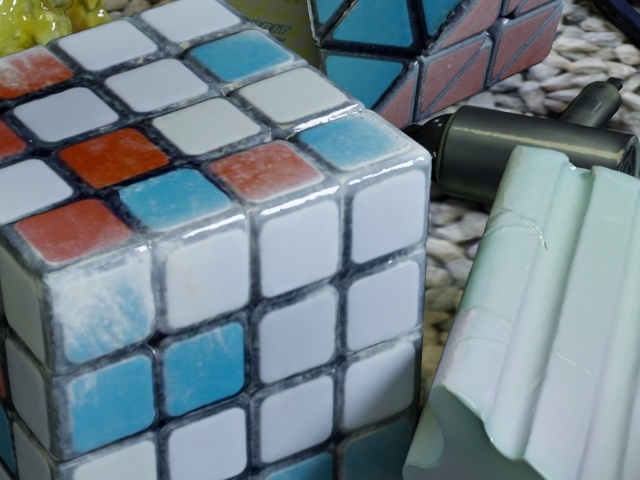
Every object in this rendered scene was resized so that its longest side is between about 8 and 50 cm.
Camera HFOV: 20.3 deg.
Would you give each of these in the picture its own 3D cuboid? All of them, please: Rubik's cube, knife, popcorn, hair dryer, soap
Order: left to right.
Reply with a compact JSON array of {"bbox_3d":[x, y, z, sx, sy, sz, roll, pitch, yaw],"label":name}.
[{"bbox_3d":[-0.274,-0.212,1.558,0.155,0.198,0.197,25,41,31],"label":"popcorn"},{"bbox_3d":[-0.104,0.030,1.110,0.256,0.259,0.253,-21,40,-26],"label":"Rubik's cube"},{"bbox_3d":[0.101,-0.218,1.480,0.228,0.228,0.233,-6,21,-5],"label":"Rubik's cube"},{"bbox_3d":[0.184,-0.094,1.480,0.195,0.078,0.248,14,27,22],"label":"hair dryer"},{"bbox_3d":[0.177,0.093,1.109,0.208,0.115,0.347,18,36,5],"label":"soap"},{"bbox_3d":[0.286,-0.210,1.671,0.018,0.031,0.121,-12,36,-20],"label":"knife"}]

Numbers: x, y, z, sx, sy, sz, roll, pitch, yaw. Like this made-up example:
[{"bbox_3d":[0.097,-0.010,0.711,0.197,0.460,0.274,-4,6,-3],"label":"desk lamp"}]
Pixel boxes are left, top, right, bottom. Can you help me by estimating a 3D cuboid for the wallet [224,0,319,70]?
[{"bbox_3d":[-0.094,-0.114,1.493,0.223,0.077,0.309,15,39,24],"label":"wallet"}]
